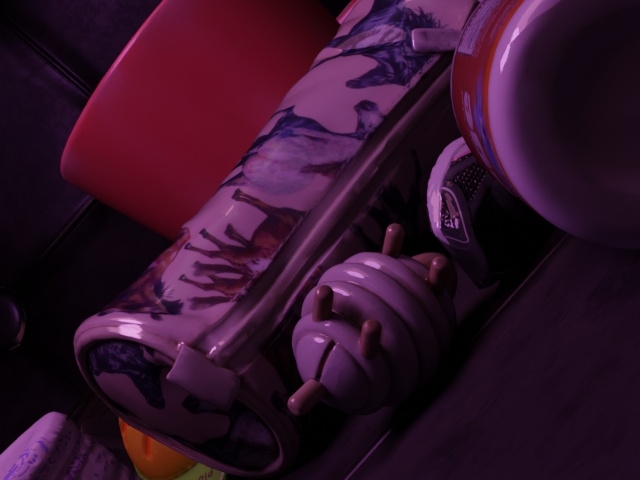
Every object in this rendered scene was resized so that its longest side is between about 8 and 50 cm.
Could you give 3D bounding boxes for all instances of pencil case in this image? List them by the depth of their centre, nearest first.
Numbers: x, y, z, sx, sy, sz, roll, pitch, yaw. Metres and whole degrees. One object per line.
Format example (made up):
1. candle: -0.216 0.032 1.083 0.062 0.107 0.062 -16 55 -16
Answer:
1. pencil case: 0.003 -0.019 1.006 0.410 0.160 0.183 -53 -5 -33

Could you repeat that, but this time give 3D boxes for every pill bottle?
1. pill bottle: 0.123 -0.069 0.661 0.121 0.121 0.216 -49 6 6

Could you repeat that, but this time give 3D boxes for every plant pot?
1. plant pot: -0.048 -0.087 1.266 0.275 0.243 0.275 -53 -1 -1

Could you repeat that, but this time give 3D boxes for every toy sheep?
1. toy sheep: 0.027 0.048 0.779 0.132 0.091 0.091 -35 -2 -31

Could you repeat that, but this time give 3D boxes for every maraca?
1. maraca: -0.095 0.135 1.075 0.127 0.099 0.185 -43 33 23

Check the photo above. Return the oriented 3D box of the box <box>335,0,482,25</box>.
1. box: 0.146 -0.310 1.794 0.300 0.142 0.154 -48 7 9

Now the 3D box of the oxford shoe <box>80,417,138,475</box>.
1. oxford shoe: -0.218 0.246 1.445 0.212 0.076 0.076 -103 24 -79

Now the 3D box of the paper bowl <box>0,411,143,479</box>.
1. paper bowl: -0.185 0.244 0.797 0.284 0.148 0.284 -48 6 7

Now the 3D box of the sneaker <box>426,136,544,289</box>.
1. sneaker: 0.123 -0.053 0.821 0.077 0.072 0.178 -25 29 49
